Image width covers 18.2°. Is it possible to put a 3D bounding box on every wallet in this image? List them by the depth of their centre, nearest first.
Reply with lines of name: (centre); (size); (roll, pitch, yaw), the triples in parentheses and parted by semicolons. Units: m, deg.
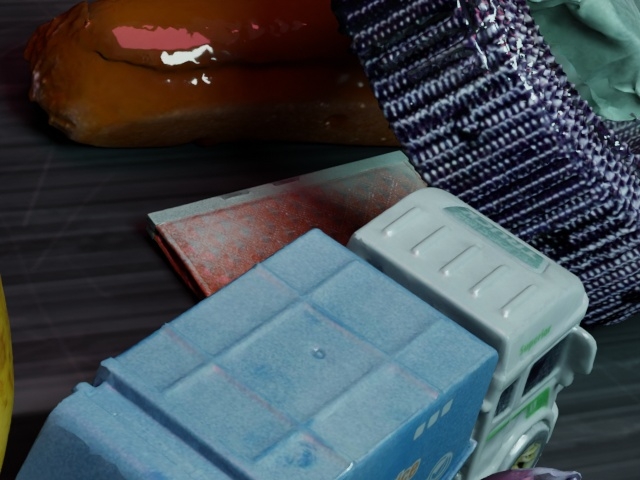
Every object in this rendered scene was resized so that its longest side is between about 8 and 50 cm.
wallet: (0.000, 0.000, 1.222); (0.196, 0.020, 0.103); (-17, 52, -35)

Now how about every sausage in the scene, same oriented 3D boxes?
sausage: (-0.024, -0.114, 1.282); (0.330, 0.102, 0.102); (-2, 46, -22)

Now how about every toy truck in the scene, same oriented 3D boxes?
toy truck: (-0.007, 0.107, 0.990); (0.146, 0.175, 0.367); (35, 42, 19)

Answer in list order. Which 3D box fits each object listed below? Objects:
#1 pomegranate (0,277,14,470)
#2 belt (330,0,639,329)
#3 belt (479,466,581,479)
pomegranate: (-0.263, 0.074, 0.877); (0.264, 0.264, 0.264); (11, 42, -10)
belt: (0.139, -0.093, 1.193); (0.325, 0.122, 0.260); (42, 33, -31)
belt: (0.011, 0.238, 0.757); (0.160, 0.207, 0.295); (0, 34, 49)
